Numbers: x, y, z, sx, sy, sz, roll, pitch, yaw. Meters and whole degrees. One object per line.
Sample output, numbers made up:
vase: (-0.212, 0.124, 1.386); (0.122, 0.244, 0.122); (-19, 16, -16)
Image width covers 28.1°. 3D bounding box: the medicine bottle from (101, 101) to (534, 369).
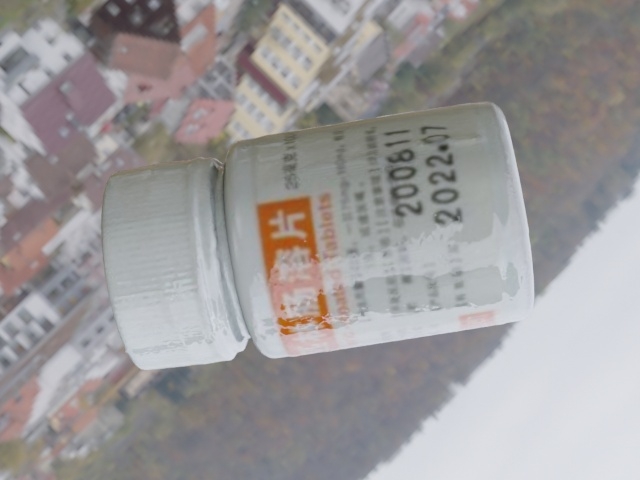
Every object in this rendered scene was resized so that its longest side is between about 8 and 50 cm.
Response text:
medicine bottle: (0.000, 0.000, 1.192); (0.371, 0.211, 0.211); (-9, -177, 4)
